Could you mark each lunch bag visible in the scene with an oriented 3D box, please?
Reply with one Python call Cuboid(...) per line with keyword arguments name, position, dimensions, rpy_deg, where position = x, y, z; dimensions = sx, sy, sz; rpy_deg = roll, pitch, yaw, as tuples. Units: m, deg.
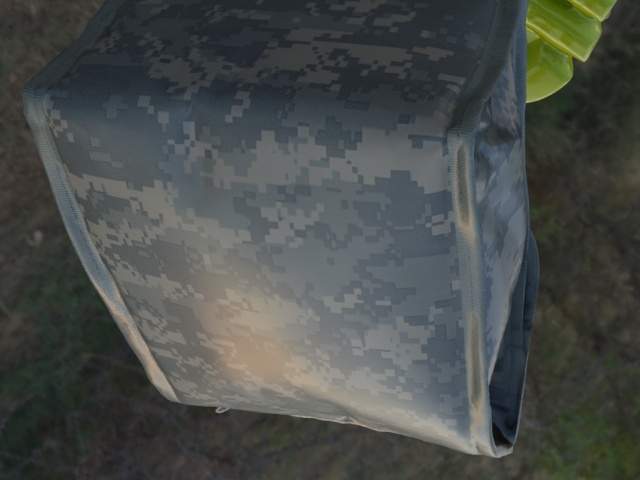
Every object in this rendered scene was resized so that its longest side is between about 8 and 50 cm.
Cuboid(name="lunch bag", position=(0.000, 0.000, 0.649), dimensions=(0.169, 0.235, 0.287), rpy_deg=(-65, 155, -45))

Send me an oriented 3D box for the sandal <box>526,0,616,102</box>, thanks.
Cuboid(name="sandal", position=(0.207, -0.239, 0.778), dimensions=(0.317, 0.126, 0.138), rpy_deg=(-37, -151, 38))
